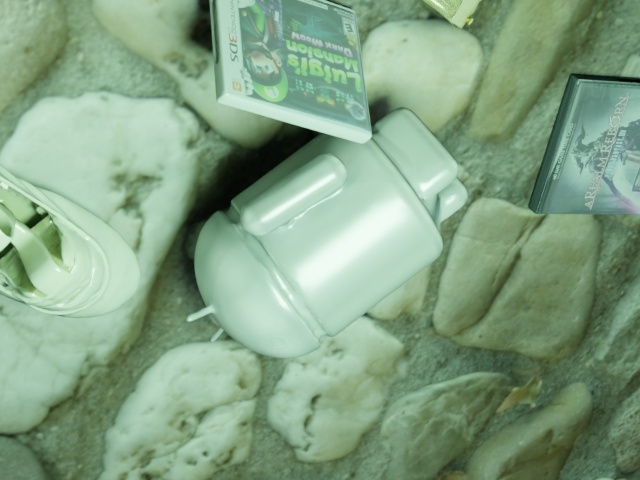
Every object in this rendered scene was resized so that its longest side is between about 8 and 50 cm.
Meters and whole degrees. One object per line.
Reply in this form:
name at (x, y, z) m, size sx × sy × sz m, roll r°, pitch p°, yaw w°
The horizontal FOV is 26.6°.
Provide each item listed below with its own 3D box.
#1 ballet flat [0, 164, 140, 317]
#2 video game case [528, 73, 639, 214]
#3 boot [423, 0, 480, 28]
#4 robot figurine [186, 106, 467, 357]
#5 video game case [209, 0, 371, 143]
ballet flat at (-0.336, -0.005, 1.448) m, size 0.139 × 0.139 × 0.400 m, roll -45°, pitch 129°, yaw 4°
video game case at (0.425, -0.125, 1.834) m, size 0.274 × 0.026 × 0.196 m, roll -1°, pitch 119°, yaw -28°
boot at (0.216, -0.330, 1.552) m, size 0.262 × 0.095 × 0.203 m, roll 21°, pitch 108°, yaw -33°
robot figurine at (0.000, 0.000, 1.579) m, size 0.353 × 0.200 × 0.300 m, roll -37°, pitch 150°, yaw -3°
video game case at (-0.033, -0.202, 1.467) m, size 0.190 × 0.173 × 0.022 m, roll 13°, pitch 148°, yaw -33°
